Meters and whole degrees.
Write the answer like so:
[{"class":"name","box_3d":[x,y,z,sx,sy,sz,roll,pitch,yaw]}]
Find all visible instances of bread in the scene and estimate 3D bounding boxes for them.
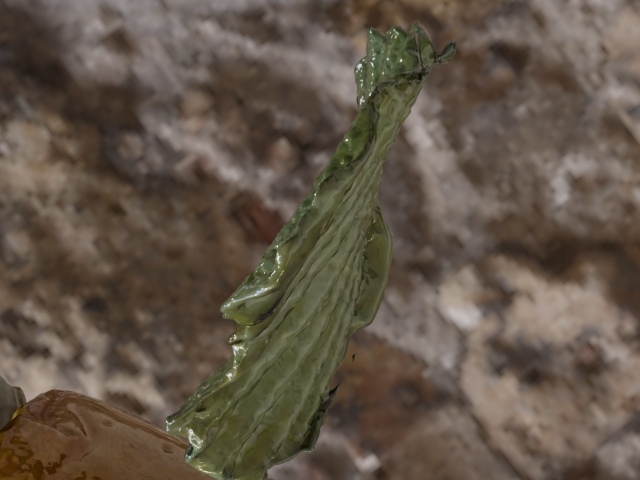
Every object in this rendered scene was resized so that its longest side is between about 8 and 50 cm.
[{"class":"bread","box_3d":[-0.210,0.347,1.772,0.394,0.361,0.250,27,-174,-12]}]

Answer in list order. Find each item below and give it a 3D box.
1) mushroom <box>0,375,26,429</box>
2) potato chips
[{"class":"mushroom","box_3d":[-0.363,0.118,1.774,0.097,0.109,0.351,29,161,24]},{"class":"potato chips","box_3d":[0.004,-0.004,1.537,0.097,0.389,0.373,22,137,8]}]
